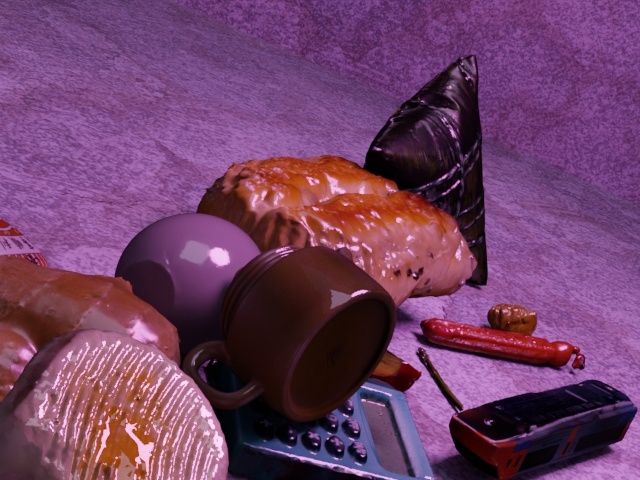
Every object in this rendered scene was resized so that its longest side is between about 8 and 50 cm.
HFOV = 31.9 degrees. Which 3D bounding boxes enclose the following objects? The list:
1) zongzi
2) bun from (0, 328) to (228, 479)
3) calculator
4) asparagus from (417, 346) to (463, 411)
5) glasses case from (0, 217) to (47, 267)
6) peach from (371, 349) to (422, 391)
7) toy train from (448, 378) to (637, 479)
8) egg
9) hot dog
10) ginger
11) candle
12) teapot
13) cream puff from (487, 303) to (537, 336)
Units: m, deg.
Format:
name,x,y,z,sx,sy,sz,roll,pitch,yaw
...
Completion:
name,x,y,z,sx,sy,sz,roll,pitch,yaw
zongzi,0.160,-0.111,1.991,0.319,0.384,0.362,25,32,24
bun,-0.207,0.195,1.015,0.244,0.153,0.244,32,34,-25
calculator,0.003,0.218,1.341,0.274,0.058,0.248,18,20,-15
asparagus,0.175,0.203,1.646,0.016,0.013,0.166,-24,33,-7
glasses case,-0.456,-0.019,1.389,0.266,0.067,0.103,31,15,15
peach,0.095,0.178,1.557,0.083,0.050,0.077,37,-2,6
toy train,0.306,0.262,1.540,0.086,0.089,0.409,33,21,35
egg,-0.156,0.054,1.402,0.176,0.176,0.232,31,11,18
hot dog,0.000,0.000,1.711,0.367,0.196,0.365,28,17,27
ginger,-0.338,0.110,1.191,0.375,0.166,0.236,7,55,9
candle,0.298,0.169,1.833,0.329,0.048,0.051,13,-19,-29
teapot,-0.044,0.093,1.268,0.267,0.186,0.175,-33,51,-28
cream puff,0.326,0.142,1.907,0.083,0.058,0.083,-8,-37,42
